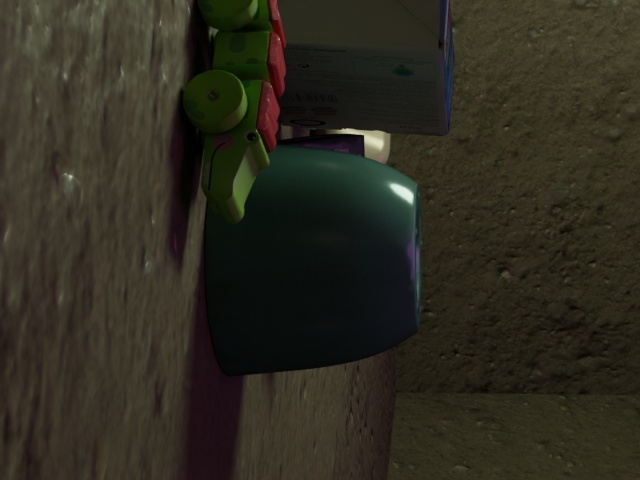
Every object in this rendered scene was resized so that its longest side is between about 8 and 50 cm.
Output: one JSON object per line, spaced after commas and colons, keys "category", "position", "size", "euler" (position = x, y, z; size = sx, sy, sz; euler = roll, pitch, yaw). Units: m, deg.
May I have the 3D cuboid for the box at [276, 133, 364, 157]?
{"category": "box", "position": [-0.008, -0.034, 1.644], "size": [0.183, 0.059, 0.233], "euler": [-13, 106, -48]}

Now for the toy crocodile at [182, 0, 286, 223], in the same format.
{"category": "toy crocodile", "position": [-0.081, -0.182, 1.235], "size": [0.115, 0.105, 0.340], "euler": [75, 17, -62]}

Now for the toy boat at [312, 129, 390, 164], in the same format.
{"category": "toy boat", "position": [0.045, -0.188, 2.179], "size": [0.151, 0.151, 0.231], "euler": [124, -20, -45]}

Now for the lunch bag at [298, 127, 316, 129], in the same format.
{"category": "lunch bag", "position": [-0.005, -0.231, 1.941], "size": [0.053, 0.071, 0.083], "euler": [62, 30, -76]}

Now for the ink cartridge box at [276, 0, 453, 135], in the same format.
{"category": "ink cartridge box", "position": [0.057, -0.268, 1.650], "size": [0.395, 0.270, 0.151], "euler": [66, 30, -72]}

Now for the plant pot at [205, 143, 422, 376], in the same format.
{"category": "plant pot", "position": [0.005, 0.021, 1.386], "size": [0.293, 0.235, 0.293], "euler": [0, 90, -82]}
